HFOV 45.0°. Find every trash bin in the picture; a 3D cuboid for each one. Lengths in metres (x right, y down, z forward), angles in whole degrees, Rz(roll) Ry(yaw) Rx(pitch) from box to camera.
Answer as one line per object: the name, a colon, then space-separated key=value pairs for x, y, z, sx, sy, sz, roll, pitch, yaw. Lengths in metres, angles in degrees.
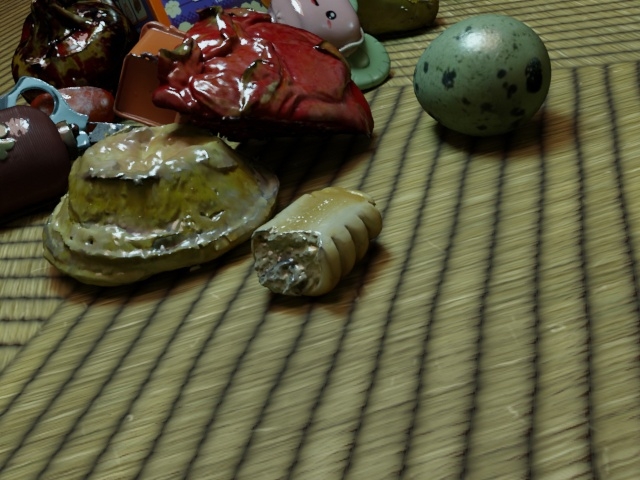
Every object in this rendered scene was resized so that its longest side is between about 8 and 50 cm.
trash bin: x=-0.265 y=-0.284 z=1.393 sx=0.184 sy=0.161 sz=0.238 roll=17 pitch=23 yaw=-6

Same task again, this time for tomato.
tomato: x=-0.470 y=-0.227 z=1.481 sx=0.159 sy=0.091 sz=0.139 roll=-6 pitch=-15 yaw=-15

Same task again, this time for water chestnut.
water chestnut: x=-0.503 y=-0.384 z=1.586 sx=0.289 sy=0.244 sz=0.289 roll=-35 pitch=20 yaw=15

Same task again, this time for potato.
potato: x=0.116 y=-0.531 z=1.675 sx=0.300 sy=0.140 sz=0.173 roll=11 pitch=-19 yaw=-20

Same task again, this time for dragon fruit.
dragon fruit: x=-0.085 y=-0.273 z=1.165 sx=0.286 sy=0.228 sz=0.329 roll=4 pitch=1 yaw=25

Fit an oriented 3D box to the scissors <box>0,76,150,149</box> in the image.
scissors: x=-0.407 y=-0.198 z=1.402 sx=0.360 sy=0.191 sz=0.029 roll=1 pitch=-2 yaw=-2

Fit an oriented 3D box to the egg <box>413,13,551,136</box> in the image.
egg: x=0.234 y=-0.243 z=1.153 sx=0.177 sy=0.177 sz=0.228 roll=-31 pitch=22 yaw=-28

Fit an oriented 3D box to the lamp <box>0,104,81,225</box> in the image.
lamp: x=-0.516 y=-0.123 z=1.271 sx=0.258 sy=0.180 sz=0.180 roll=-21 pitch=31 yaw=-16

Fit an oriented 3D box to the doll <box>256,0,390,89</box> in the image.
doll: x=-0.022 y=-0.382 z=1.481 sx=0.268 sy=0.216 sz=0.284 roll=-13 pitch=66 yaw=-25

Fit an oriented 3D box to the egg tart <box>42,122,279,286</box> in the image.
egg tart: x=-0.232 y=-0.074 z=1.090 sx=0.352 sy=0.150 sz=0.352 roll=-7 pitch=32 yaw=4

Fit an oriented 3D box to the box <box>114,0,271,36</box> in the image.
box: x=-0.255 y=-0.539 z=1.685 sx=0.349 sy=0.256 sz=0.318 roll=-29 pitch=17 yaw=-20

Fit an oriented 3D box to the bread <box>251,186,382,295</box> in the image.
bread: x=0.000 y=0.000 z=0.924 sx=0.119 sy=0.084 sz=0.177 roll=12 pitch=38 yaw=35
